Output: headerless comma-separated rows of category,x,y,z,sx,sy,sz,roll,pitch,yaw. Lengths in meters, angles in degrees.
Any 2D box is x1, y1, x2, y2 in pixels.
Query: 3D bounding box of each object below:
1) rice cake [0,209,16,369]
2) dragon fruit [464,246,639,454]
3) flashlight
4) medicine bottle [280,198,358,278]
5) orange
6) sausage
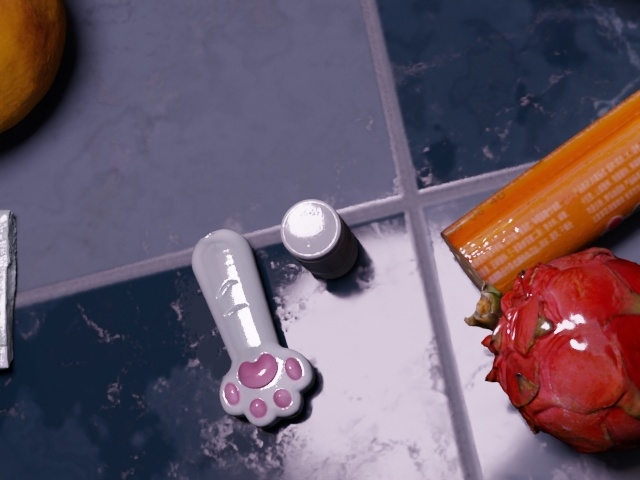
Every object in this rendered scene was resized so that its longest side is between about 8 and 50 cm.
rice cake,-0.326,0.051,1.445,0.033,0.029,0.171,-4,74,8
dragon fruit,0.236,0.093,1.226,0.209,0.172,0.172,26,82,-7
flashlight,-0.072,0.080,1.369,0.093,0.047,0.200,-22,72,7
medicine bottle,0.000,0.000,1.350,0.058,0.091,0.058,-3,75,12
orange,-0.380,-0.214,1.407,0.261,0.261,0.261,-3,75,12
sausage,0.261,-0.061,1.307,0.312,0.093,0.093,-36,71,1
